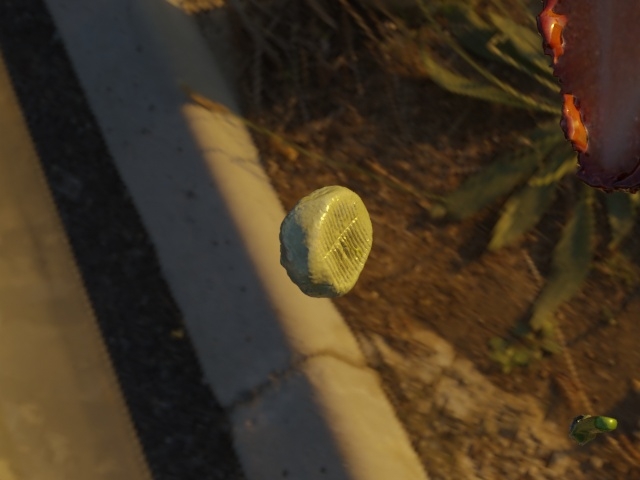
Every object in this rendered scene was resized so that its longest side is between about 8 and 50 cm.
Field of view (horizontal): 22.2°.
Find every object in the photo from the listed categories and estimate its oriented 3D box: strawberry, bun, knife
[{"bbox_3d":[0.150,-0.095,0.750,0.104,0.048,0.152,16,93,24],"label":"strawberry"},{"bbox_3d":[0.000,0.000,1.633,0.069,0.115,0.115,4,76,36],"label":"bun"},{"bbox_3d":[0.228,0.159,1.380,0.022,0.184,0.026,-2,81,1],"label":"knife"}]
